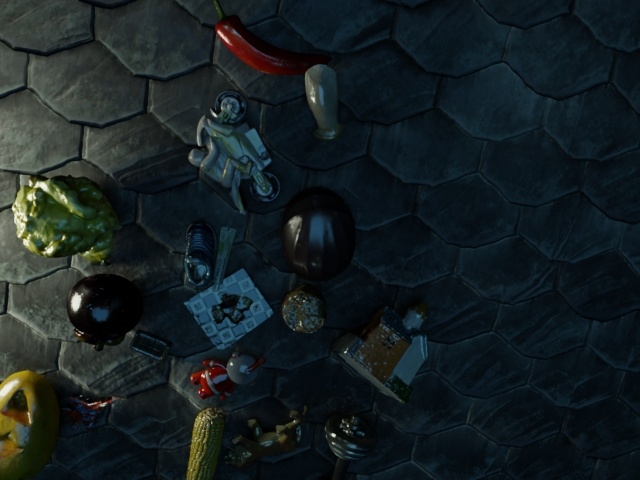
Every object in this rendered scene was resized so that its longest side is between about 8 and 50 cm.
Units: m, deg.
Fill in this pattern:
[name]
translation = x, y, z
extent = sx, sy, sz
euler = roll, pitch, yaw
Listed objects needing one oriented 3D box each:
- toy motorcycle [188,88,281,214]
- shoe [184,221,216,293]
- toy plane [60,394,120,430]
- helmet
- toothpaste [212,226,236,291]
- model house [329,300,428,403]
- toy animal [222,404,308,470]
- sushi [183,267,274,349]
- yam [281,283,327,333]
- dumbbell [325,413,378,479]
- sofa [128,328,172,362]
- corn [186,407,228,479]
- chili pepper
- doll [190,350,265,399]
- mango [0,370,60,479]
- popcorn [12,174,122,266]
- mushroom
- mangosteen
[toy motorcycle]
translation = -0.257, -0.240, 1.565
extent = 0.223, 0.108, 0.340
euler = -25, 101, 1
[shoe]
translation = -0.357, 0.049, 1.622
extent = 0.091, 0.106, 0.207
euler = 1, 96, -6
[toy plane]
translation = -0.714, 0.527, 1.722
extent = 0.189, 0.061, 0.130
euler = -24, 102, -3
[helmet]
translation = 0.000, 0.000, 1.603
extent = 0.225, 0.177, 0.305
euler = -7, 101, -5
[toothpaste]
translation = -0.295, 0.056, 1.648
extent = 0.048, 0.029, 0.197
euler = 11, 84, -4
[model house]
translation = 0.226, 0.311, 1.706
extent = 0.271, 0.190, 0.301
euler = 41, 81, -7
[toy animal]
translation = -0.173, 0.657, 1.782
extent = 0.312, 0.097, 0.157
euler = -13, 115, -4
[sushi]
translation = -0.278, 0.208, 1.693
extent = 0.210, 0.040, 0.193
euler = -33, 101, -2
[yam]
translation = -0.050, 0.199, 1.615
extent = 0.128, 0.238, 0.129
euler = 33, 91, -4
[dumbbell]
translation = 0.064, 0.744, 1.764
extent = 0.179, 0.179, 0.406
euler = 14, 101, -7
[sofa]
translation = -0.527, 0.327, 1.702
extent = 0.118, 0.039, 0.060
euler = 26, 98, -9
[corn]
translation = -0.372, 0.676, 1.763
extent = 0.106, 0.106, 0.293
euler = 12, 104, -7
[chili pepper]
translation = -0.158, -0.541, 1.530
extent = 0.368, 0.092, 0.137
euler = 26, 80, -16
[doll]
translation = -0.284, 0.418, 1.723
extent = 0.245, 0.076, 0.142
euler = -25, 104, 5
[mango]
translation = -0.927, 0.571, 1.666
extent = 0.253, 0.182, 0.365
euler = 18, 89, -6
[popcorn]
translation = -0.691, -0.061, 1.504
extent = 0.293, 0.293, 0.237
euler = 6, 83, -5
[mushroom]
translation = 0.012, -0.392, 1.561
extent = 0.097, 0.088, 0.212
euler = -28, 114, -30
[mangosteen]
translation = -0.629, 0.219, 1.598
extent = 0.211, 0.211, 0.250
euler = 11, 112, -6
